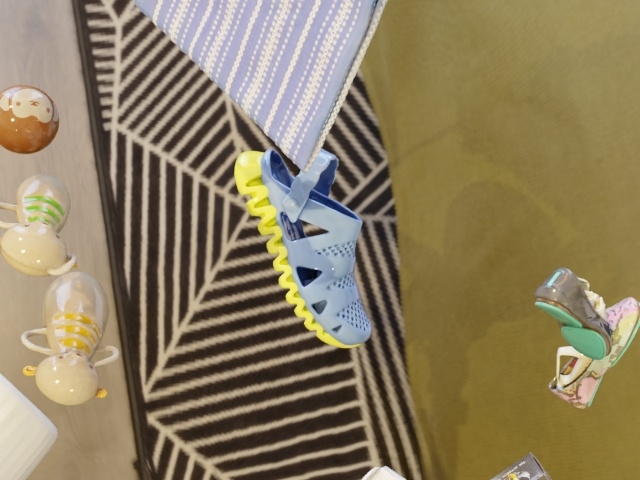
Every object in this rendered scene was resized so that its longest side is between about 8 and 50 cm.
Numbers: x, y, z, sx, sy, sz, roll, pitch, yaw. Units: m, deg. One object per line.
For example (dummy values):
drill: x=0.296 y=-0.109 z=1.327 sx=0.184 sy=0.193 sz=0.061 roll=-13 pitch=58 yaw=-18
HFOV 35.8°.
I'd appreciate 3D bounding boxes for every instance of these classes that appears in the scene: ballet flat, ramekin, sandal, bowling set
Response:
ballet flat: x=0.383 y=0.161 z=1.417 sx=0.079 sy=0.221 sz=0.077 roll=15 pitch=44 yaw=0
ramekin: x=-0.461 y=0.209 z=1.236 sx=0.277 sy=0.277 sz=0.135 roll=40 pitch=70 yaw=4
ballet flat: x=0.338 y=0.091 z=1.282 sx=0.074 sy=0.203 sz=0.074 roll=-17 pitch=55 yaw=27
sandal: x=0.000 y=0.000 z=1.388 sx=0.138 sy=0.126 sz=0.317 roll=-24 pitch=94 yaw=18
bowling set: x=-0.270 y=-0.014 z=0.741 sx=0.287 sy=0.154 sz=0.200 roll=16 pitch=115 yaw=-17

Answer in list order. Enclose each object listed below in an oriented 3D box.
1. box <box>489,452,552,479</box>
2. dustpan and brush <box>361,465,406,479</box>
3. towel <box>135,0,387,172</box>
box: x=0.215 y=0.395 z=1.199 sx=0.231 sy=0.056 sz=0.183 roll=-35 pitch=107 yaw=4
dustpan and brush: x=0.066 y=0.353 z=1.086 sx=0.147 sy=0.060 sz=0.211 roll=31 pitch=60 yaw=21
towel: x=-0.074 y=-0.261 z=0.994 sx=0.040 sy=0.243 sz=0.336 roll=-10 pitch=46 yaw=-43
